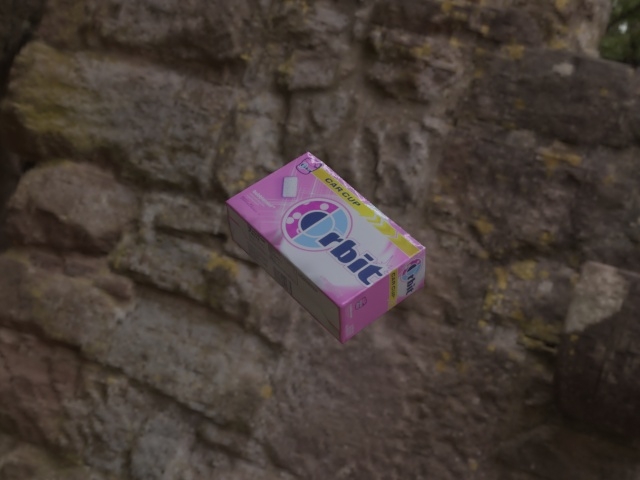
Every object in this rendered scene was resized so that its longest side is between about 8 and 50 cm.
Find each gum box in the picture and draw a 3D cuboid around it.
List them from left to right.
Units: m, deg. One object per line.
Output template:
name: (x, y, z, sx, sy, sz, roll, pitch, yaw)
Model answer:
gum box: (0.000, 0.000, 0.983, 0.188, 0.107, 0.062, 42, -27, 31)
